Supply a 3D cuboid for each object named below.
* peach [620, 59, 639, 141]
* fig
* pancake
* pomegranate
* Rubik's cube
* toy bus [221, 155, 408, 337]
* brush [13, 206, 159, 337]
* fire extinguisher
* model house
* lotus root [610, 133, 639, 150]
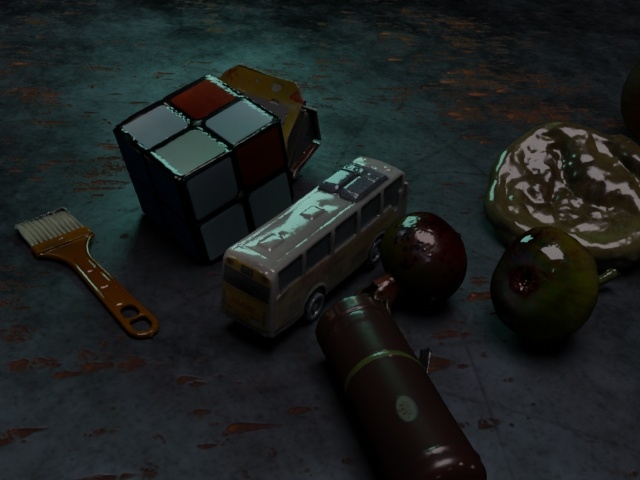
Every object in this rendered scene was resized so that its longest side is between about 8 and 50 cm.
[{"bbox_3d":[0.699,-0.278,1.539,0.252,0.252,0.252,4,35,-3],"label":"peach"},{"bbox_3d":[0.332,0.058,1.102,0.245,0.149,0.149,4,26,-49],"label":"fig"},{"bbox_3d":[0.402,-0.073,1.274,0.294,0.049,0.294,-4,55,6],"label":"pancake"},{"bbox_3d":[0.123,0.030,1.090,0.159,0.129,0.129,-21,43,-33],"label":"pomegranate"},{"bbox_3d":[-0.164,-0.106,1.170,0.180,0.167,0.183,-33,51,-23],"label":"Rubik's cube"},{"bbox_3d":[0.000,0.000,1.103,0.097,0.138,0.342,23,40,27],"label":"toy bus"},{"bbox_3d":[-0.311,0.042,1.102,0.090,0.017,0.314,-25,46,-33],"label":"brush"},{"bbox_3d":[0.102,0.194,0.867,0.141,0.105,0.341,-8,34,-17],"label":"fire extinguisher"},{"bbox_3d":[-0.115,-0.178,1.371,0.219,0.207,0.136,19,4,23],"label":"model house"},{"bbox_3d":[0.503,-0.119,1.375,0.122,0.112,0.081,-10,39,-22],"label":"lotus root"}]
